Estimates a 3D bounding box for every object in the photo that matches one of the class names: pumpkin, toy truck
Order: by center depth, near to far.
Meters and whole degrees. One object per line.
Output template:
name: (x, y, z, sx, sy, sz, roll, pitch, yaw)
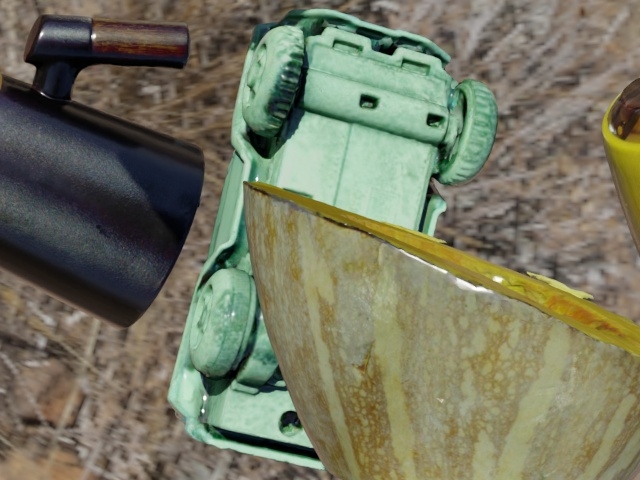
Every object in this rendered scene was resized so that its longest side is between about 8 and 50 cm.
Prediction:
pumpkin: (0.054, 0.054, 0.721, 0.217, 0.217, 0.110, 17, 90, -27)
toy truck: (0.000, 0.000, 1.049, 0.155, 0.156, 0.279, 14, 84, -16)

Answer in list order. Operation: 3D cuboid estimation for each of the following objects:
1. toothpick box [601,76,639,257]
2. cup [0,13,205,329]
toothpick box: (0.336, -0.020, 1.355, 0.175, 0.175, 0.271, -41, 119, -20)
cup: (-0.197, -0.070, 1.367, 0.177, 0.166, 0.239, 24, 77, -19)
